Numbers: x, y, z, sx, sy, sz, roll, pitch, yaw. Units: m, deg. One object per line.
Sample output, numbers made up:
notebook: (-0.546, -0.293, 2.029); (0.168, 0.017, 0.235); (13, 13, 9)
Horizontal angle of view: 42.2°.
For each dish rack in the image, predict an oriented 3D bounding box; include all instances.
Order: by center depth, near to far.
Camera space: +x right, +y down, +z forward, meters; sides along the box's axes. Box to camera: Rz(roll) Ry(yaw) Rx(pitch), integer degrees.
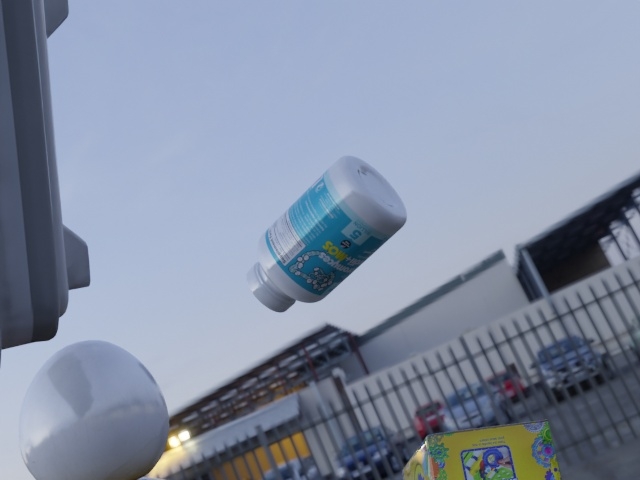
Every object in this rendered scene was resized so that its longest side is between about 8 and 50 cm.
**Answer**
dish rack: (-0.235, -0.080, 0.579); (0.072, 0.285, 0.333); (-9, 14, -30)

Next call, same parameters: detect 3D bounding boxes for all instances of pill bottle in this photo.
pill bottle: (0.000, 0.000, 1.318); (0.264, 0.146, 0.146); (-44, -21, 23)

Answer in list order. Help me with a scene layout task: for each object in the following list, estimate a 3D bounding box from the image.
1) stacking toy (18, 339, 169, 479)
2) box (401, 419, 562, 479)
stacking toy: (-0.148, 0.317, 0.664); (0.351, 0.479, 0.350); (-12, -6, -1)
box: (0.240, 0.434, 1.189); (0.177, 0.279, 0.290); (-6, -25, -5)
